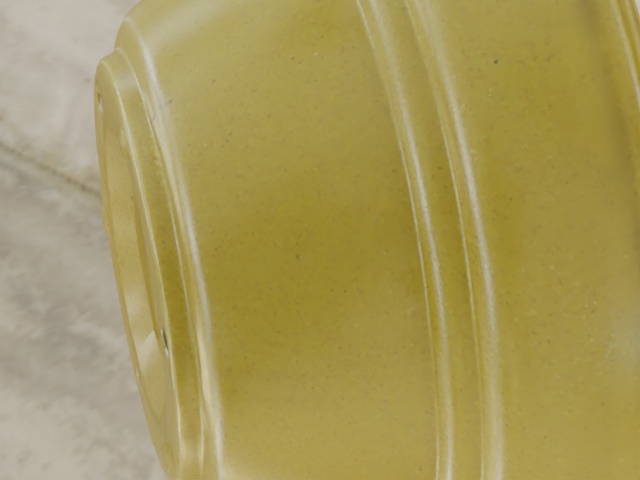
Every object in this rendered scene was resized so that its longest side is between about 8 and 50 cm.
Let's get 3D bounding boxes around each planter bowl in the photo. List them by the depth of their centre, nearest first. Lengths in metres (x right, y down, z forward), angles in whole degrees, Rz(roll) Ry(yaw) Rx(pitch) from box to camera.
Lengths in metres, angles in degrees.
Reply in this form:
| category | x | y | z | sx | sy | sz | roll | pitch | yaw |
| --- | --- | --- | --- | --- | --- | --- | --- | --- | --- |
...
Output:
| category | x | y | z | sx | sy | sz | roll | pitch | yaw |
| --- | --- | --- | --- | --- | --- | --- | --- | --- | --- |
| planter bowl | 0.000 | 0.000 | 0.425 | 0.090 | 0.217 | 0.217 | -10 | -84 | -11 |
